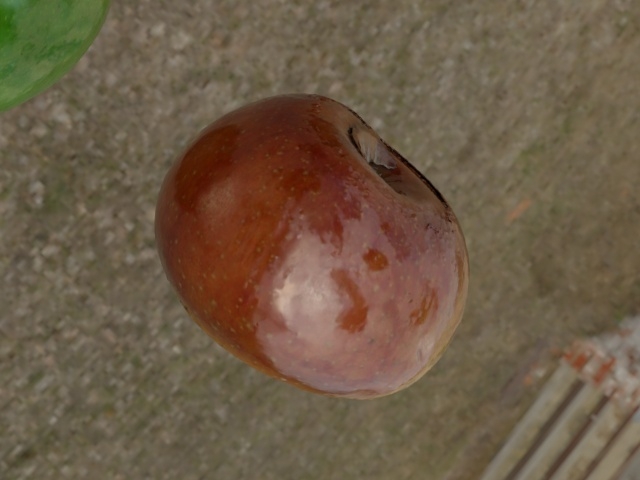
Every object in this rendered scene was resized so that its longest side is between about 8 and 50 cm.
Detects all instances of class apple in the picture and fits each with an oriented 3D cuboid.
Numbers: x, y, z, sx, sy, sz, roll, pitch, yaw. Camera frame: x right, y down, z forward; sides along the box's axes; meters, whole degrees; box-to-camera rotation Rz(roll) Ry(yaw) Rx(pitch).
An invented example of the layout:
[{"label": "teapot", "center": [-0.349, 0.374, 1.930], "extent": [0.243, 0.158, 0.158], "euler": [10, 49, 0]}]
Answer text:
[{"label": "apple", "center": [0.000, 0.000, 0.885], "extent": [0.173, 0.235, 0.210], "euler": [-55, -162, 21]}]

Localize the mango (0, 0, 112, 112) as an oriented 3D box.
[{"label": "mango", "center": [-0.282, -0.174, 0.871], "extent": [0.225, 0.201, 0.382], "euler": [-23, -165, 28]}]
